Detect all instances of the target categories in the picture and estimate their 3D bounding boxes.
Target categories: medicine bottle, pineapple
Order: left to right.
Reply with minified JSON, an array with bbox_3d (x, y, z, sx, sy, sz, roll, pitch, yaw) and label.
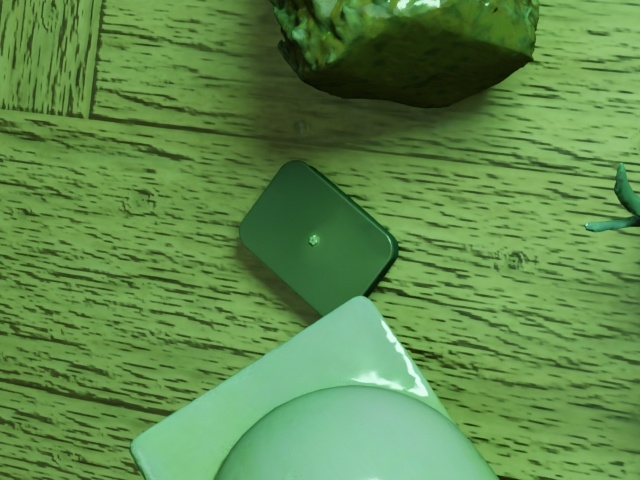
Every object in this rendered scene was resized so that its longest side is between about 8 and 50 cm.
[{"bbox_3d":[0.042,-0.281,1.252,0.202,0.202,0.362,-17,73,23],"label":"pineapple"},{"bbox_3d":[0.051,0.263,1.212,0.236,0.236,0.406,-38,77,19],"label":"medicine bottle"}]

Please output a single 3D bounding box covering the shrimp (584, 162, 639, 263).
[{"bbox_3d":[0.333,-0.086,1.132,0.166,0.221,0.410,42,87,-9],"label":"shrimp"}]

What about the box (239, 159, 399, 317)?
[{"bbox_3d":[0.000,0.000,1.346,0.126,0.031,0.091,40,105,19],"label":"box"}]
